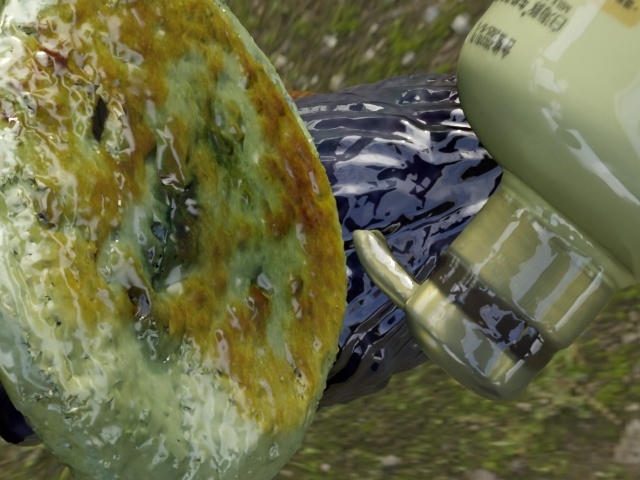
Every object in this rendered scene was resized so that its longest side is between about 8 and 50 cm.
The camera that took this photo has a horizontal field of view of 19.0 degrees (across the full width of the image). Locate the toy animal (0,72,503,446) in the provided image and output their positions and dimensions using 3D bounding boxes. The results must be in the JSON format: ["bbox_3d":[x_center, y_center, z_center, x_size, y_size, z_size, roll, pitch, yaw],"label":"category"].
[{"bbox_3d":[0.000,0.000,0.752,0.298,0.185,0.122,-20,96,28],"label":"toy animal"}]

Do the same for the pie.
[{"bbox_3d":[-0.049,-0.009,0.574,0.041,0.187,0.186,-13,85,29],"label":"pie"}]

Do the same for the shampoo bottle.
[{"bbox_3d":[0.076,-0.036,0.363,0.079,0.079,0.162,40,92,-2],"label":"shampoo bottle"}]
